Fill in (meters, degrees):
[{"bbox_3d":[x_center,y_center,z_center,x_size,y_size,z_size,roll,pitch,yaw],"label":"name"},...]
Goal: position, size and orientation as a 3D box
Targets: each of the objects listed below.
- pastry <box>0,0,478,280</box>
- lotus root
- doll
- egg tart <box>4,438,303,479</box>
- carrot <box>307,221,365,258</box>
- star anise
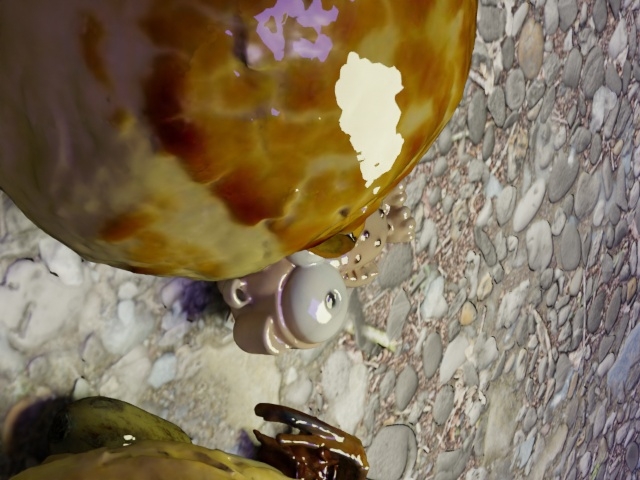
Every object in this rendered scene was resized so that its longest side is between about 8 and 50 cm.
[{"bbox_3d":[-0.057,-0.155,0.647,0.389,0.313,0.388,-23,122,-42],"label":"pastry"},{"bbox_3d":[-0.164,0.191,0.819,0.179,0.081,0.089,43,67,-50],"label":"lotus root"},{"bbox_3d":[0.001,0.002,0.940,0.278,0.119,0.154,-42,119,-43],"label":"doll"},{"bbox_3d":[-0.142,0.360,0.749,0.443,0.178,0.442,0,92,-9],"label":"egg tart"},{"bbox_3d":[0.015,-0.098,0.873,0.070,0.070,0.260,58,28,-44],"label":"carrot"},{"bbox_3d":[-0.025,0.276,0.974,0.237,0.148,0.346,-44,143,-37],"label":"star anise"}]
